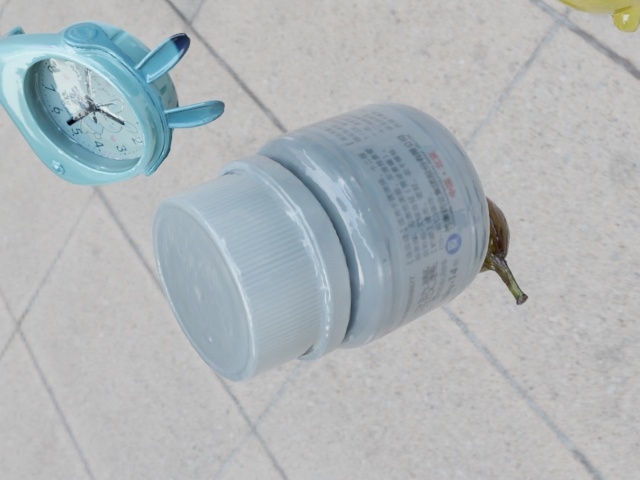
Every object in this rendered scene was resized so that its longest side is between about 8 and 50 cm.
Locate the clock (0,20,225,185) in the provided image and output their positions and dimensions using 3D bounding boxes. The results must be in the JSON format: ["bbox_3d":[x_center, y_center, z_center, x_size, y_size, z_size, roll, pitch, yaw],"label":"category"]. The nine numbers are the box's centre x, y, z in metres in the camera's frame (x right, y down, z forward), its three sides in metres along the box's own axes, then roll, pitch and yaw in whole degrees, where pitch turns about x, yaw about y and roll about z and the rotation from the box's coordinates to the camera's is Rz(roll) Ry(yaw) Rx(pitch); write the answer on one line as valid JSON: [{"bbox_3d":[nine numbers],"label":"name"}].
[{"bbox_3d":[-0.132,-0.088,0.523,0.147,0.108,0.045,0,42,32],"label":"clock"}]

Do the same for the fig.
[{"bbox_3d":[0.359,0.019,1.836,0.290,0.190,0.191,42,111,19],"label":"fig"}]

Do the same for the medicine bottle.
[{"bbox_3d":[0.000,0.000,0.909,0.245,0.306,0.245,37,139,41],"label":"medicine bottle"}]

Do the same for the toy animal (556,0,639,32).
[{"bbox_3d":[0.095,-0.163,0.433,0.159,0.070,0.083,22,129,28],"label":"toy animal"}]
